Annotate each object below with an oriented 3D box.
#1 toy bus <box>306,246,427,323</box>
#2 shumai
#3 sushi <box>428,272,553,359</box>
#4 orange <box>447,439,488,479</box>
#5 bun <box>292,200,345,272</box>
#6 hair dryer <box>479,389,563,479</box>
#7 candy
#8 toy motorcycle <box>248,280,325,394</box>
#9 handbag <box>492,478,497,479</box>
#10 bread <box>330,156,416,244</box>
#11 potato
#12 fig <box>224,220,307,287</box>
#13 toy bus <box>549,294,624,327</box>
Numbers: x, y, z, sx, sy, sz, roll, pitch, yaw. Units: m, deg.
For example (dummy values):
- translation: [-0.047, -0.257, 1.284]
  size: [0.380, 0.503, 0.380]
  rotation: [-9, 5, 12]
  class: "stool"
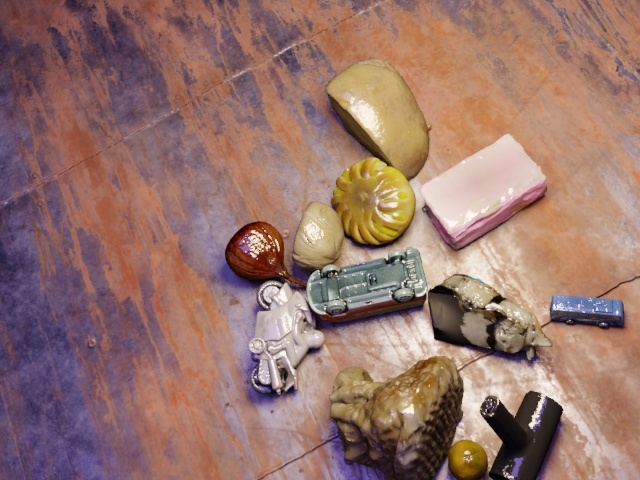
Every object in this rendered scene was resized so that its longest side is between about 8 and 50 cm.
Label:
- translation: [0.108, 0.111, 1.737]
  size: [0.264, 0.120, 0.121]
  rotation: [-13, 61, 8]
  class: "toy bus"
- translation: [0.127, 0.334, 1.544]
  size: [0.262, 0.314, 0.267]
  rotation: [14, 83, 23]
  class: "shumai"
- translation: [0.377, 0.158, 1.665]
  size: [0.272, 0.134, 0.109]
  rotation: [10, 38, 27]
  class: "sushi"
- translation: [0.299, 0.446, 1.562]
  size: [0.085, 0.095, 0.085]
  rotation: [-2, 68, 5]
  class: "orange"
- translation: [0.000, 0.000, 1.785]
  size: [0.113, 0.167, 0.173]
  rotation: [17, 46, 3]
  class: "bun"
- translation: [0.377, 0.366, 1.500]
  size: [0.089, 0.251, 0.197]
  rotation: [16, 68, 43]
  class: "hair dryer"
- translation: [0.373, -0.109, 1.779]
  size: [0.265, 0.116, 0.156]
  rotation: [-30, 61, -3]
  class: "candy"
- translation: [-0.074, 0.219, 1.747]
  size: [0.170, 0.110, 0.260]
  rotation: [3, 72, 1]
  class: "toy motorcycle"
- translation: [0.262, 0.629, 1.484]
  size: [0.325, 0.118, 0.269]
  rotation: [-34, 63, -5]
  class: "handbag"
- translation: [0.117, -0.090, 1.815]
  size: [0.213, 0.104, 0.214]
  rotation: [-3, 84, 27]
  class: "bread"
- translation: [0.175, -0.311, 1.867]
  size: [0.211, 0.189, 0.264]
  rotation: [-39, 64, -6]
  class: "potato"
- translation: [-0.125, 0.056, 1.818]
  size: [0.146, 0.134, 0.201]
  rotation: [-45, 73, 2]
  class: "fig"
- translation: [0.570, 0.150, 1.648]
  size: [0.152, 0.061, 0.051]
  rotation: [4, 62, 16]
  class: "toy bus"
